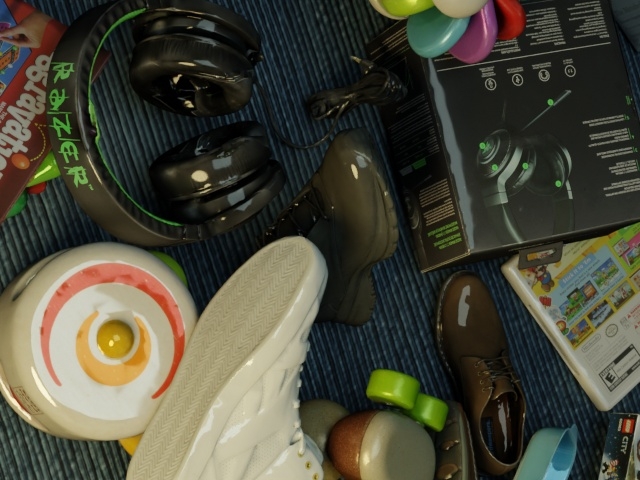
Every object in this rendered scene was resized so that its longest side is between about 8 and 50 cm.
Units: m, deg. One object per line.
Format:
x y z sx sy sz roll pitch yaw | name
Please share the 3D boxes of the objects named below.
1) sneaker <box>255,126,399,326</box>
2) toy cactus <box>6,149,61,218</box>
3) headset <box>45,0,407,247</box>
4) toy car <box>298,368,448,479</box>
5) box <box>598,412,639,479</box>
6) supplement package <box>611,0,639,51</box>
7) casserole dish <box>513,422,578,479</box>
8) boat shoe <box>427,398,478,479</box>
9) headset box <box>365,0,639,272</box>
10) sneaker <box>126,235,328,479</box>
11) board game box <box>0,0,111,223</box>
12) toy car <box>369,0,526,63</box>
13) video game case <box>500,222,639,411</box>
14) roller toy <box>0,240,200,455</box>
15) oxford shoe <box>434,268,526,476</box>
0.000 0.000 1.878 0.130 0.286 0.109 -7 51 -15 | sneaker
-0.359 -0.039 1.819 0.219 0.112 0.180 -7 106 -27 | toy cactus
-0.091 -0.127 1.855 0.394 0.185 0.243 -9 89 -52 | headset
0.012 0.212 1.918 0.149 0.188 0.155 42 61 -56 | toy car
0.372 0.324 2.100 0.159 0.044 0.233 20 76 -34 | box
0.372 -0.361 2.141 0.134 0.139 0.244 -40 99 -23 | supplement package
0.229 0.281 2.035 0.037 0.114 0.188 20 74 21 | casserole dish
0.119 0.333 1.979 0.120 0.122 0.324 28 61 -52 | boat shoe
0.212 -0.112 2.032 0.246 0.131 0.283 -12 84 -22 | headset box
-0.049 0.149 1.802 0.169 0.108 0.292 33 87 -39 | sneaker
-0.315 -0.130 1.787 0.145 0.027 0.281 31 43 -7 | board game box
0.146 -0.249 1.898 0.182 0.159 0.136 -31 112 -29 | toy car
0.341 0.046 2.146 0.227 0.026 0.206 -39 100 -21 | video game case
-0.218 0.101 1.826 0.191 0.146 0.209 10 81 -22 | roller toy
0.184 0.140 2.028 0.083 0.096 0.227 -11 87 -23 | oxford shoe
